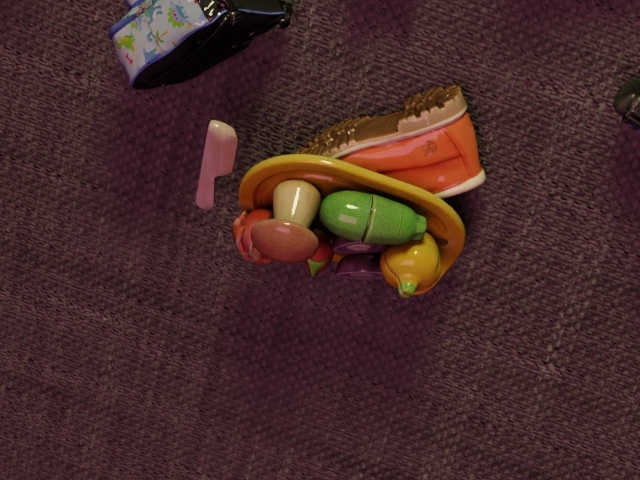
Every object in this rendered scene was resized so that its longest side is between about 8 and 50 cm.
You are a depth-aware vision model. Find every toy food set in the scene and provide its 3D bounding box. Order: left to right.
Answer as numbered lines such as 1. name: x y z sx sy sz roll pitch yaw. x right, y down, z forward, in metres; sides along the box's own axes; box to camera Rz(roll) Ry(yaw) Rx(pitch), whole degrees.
1. toy food set: 0.000 0.000 1.457 0.218 0.071 0.128 18 147 -8

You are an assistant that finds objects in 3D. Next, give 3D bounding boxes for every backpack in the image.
1. backpack: -0.100 -0.168 1.433 0.114 0.105 0.084 -34 79 28

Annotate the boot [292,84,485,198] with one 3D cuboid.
1. boot: 0.048 -0.054 1.466 0.158 0.059 0.084 -15 114 22

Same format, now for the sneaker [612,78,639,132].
1. sneaker: 0.244 -0.073 1.392 0.085 0.058 0.152 21 115 0
